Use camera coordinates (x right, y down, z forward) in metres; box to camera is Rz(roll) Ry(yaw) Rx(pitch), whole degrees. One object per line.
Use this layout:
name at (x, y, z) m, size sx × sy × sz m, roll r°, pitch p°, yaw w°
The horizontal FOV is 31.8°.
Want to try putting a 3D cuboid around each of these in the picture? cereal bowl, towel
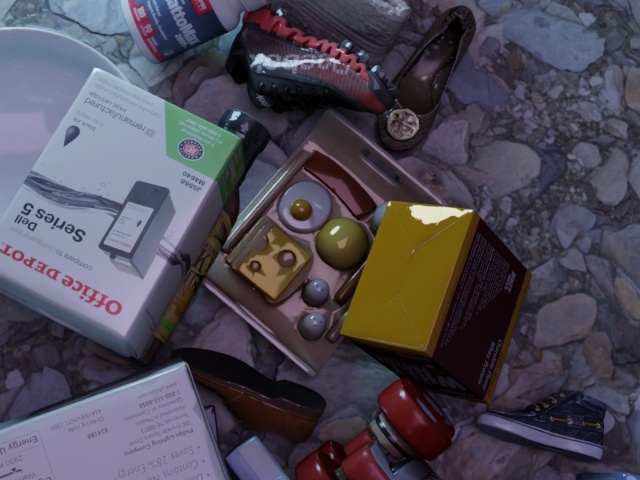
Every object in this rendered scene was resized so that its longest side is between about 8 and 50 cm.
cereal bowl at (-0.384, -0.092, 1.439) m, size 0.338 × 0.141 × 0.339 m, roll 2°, pitch 76°, yaw -10°
towel at (-0.014, -0.348, 1.542) m, size 0.282 × 0.187 × 0.049 m, roll 37°, pitch 69°, yaw 1°

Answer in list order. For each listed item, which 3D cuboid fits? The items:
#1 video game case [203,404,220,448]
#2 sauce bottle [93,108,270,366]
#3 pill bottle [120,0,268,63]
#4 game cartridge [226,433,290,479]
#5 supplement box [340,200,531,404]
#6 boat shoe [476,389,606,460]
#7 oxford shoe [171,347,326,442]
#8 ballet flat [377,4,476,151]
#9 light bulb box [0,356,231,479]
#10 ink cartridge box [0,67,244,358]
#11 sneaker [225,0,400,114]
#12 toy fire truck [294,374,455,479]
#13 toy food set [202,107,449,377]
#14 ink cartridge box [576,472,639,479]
video game case at (-0.259, 0.323, 1.420) m, size 0.274 × 0.026 × 0.196 m, roll -5°, pitch 77°, yaw -12°
sauce bottle at (-0.176, -0.011, 1.421) m, size 0.111 × 0.111 × 0.344 m, roll 28°, pitch 75°, yaw -2°
pill bottle at (-0.168, -0.322, 1.520) m, size 0.180 × 0.108 × 0.108 m, roll -23°, pitch 80°, yaw 10°
game cartridge at (0.007, 0.387, 1.343) m, size 0.068 × 0.230 × 0.355 m, roll -38°, pitch 85°, yaw -4°
supplement box at (0.154, 0.081, 1.445) m, size 0.129 × 0.194 × 0.191 m, roll 8°, pitch 69°, yaw 38°
boat shoe at (0.300, 0.238, 1.521) m, size 0.183 × 0.065 × 0.083 m, roll 17°, pitch 72°, yaw -11°
oxford shoe at (-0.104, 0.204, 1.456) m, size 0.212 × 0.076 × 0.076 m, roll 24°, pitch 111°, yaw 6°
ballet flat at (0.156, -0.238, 1.611) m, size 0.084 × 0.058 × 0.250 m, roll 32°, pitch 73°, yaw 0°
light bulb box at (-0.259, 0.362, 1.269) m, size 0.357 × 0.225 × 0.361 m, roll -19°, pitch 89°, yaw -8°
ink cartridge box at (-0.238, -0.030, 1.307) m, size 0.198 × 0.115 × 0.273 m, roll 26°, pitch 74°, yaw 5°
sneaker at (-0.021, -0.219, 1.525) m, size 0.276 × 0.097 × 0.135 m, roll 31°, pitch 83°, yaw 28°
toy fire truck at (0.119, 0.313, 1.352) m, size 0.169 × 0.302 × 0.254 m, roll -41°, pitch 81°, yaw 4°
toy food set at (0.000, 0.000, 1.508) m, size 0.219 × 0.092 × 0.306 m, roll 40°, pitch 73°, yaw 1°
ink cartridge box at (0.435, 0.525, 1.429) m, size 0.270 × 0.151 × 0.396 m, roll 18°, pitch 76°, yaw -5°
